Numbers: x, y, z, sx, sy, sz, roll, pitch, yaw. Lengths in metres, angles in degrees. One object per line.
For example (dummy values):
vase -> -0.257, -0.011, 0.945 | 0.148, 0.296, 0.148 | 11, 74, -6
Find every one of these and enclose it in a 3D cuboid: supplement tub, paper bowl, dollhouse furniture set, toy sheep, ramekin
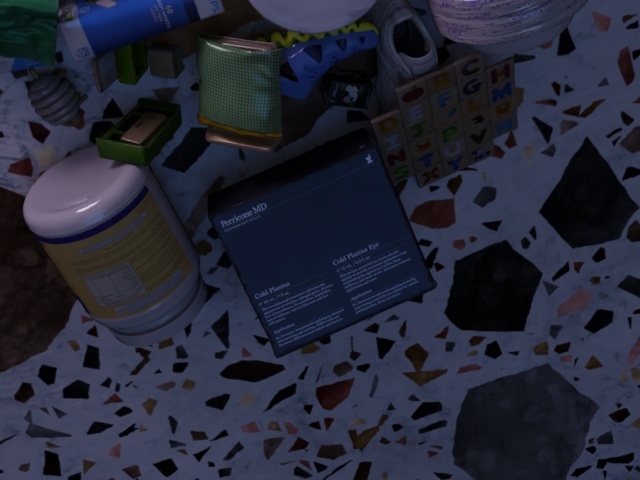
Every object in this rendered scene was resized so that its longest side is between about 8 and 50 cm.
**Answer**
supplement tub -> -0.369, 0.011, 1.914 | 0.241, 0.241, 0.331 | -24, 126, 1
paper bowl -> 0.328, -0.429, 1.780 | 0.284, 0.284, 0.148 | -24, 127, 2
dollhouse furniture set -> -0.224, -0.236, 1.758 | 0.302, 0.151, 0.197 | 11, 128, 18
toy sheep -> -0.466, -0.252, 1.809 | 0.091, 0.091, 0.132 | -32, 120, 7
ramekin -> -0.016, -0.491, 1.721 | 0.273, 0.127, 0.272 | -4, 114, -9

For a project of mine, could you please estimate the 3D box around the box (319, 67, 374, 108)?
box -> 0.048, -0.285, 1.937 | 0.083, 0.062, 0.052 | 4, 123, -18

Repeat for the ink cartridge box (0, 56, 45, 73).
ink cartridge box -> -0.535, -0.383, 1.699 | 0.148, 0.086, 0.203 | -12, 125, -7

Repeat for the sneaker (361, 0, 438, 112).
sneaker -> 0.161, -0.310, 1.895 | 0.114, 0.152, 0.305 | -29, 127, -4

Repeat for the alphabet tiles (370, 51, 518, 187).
alphabet tiles -> 0.245, -0.222, 1.979 | 0.285, 0.011, 0.342 | -24, 149, 0

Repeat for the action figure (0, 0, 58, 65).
action figure -> -0.536, -0.347, 1.630 | 0.232, 0.063, 0.137 | 0, 125, -20

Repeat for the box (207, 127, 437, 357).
box -> 0.000, 0.000, 1.995 | 0.343, 0.179, 0.312 | -23, 108, 1

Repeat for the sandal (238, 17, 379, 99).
sandal -> -0.046, -0.313, 1.840 | 0.318, 0.126, 0.138 | -15, 106, 7

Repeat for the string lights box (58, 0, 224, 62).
string lights box -> -0.301, -0.394, 1.726 | 0.260, 0.133, 0.076 | -20, 125, -2
